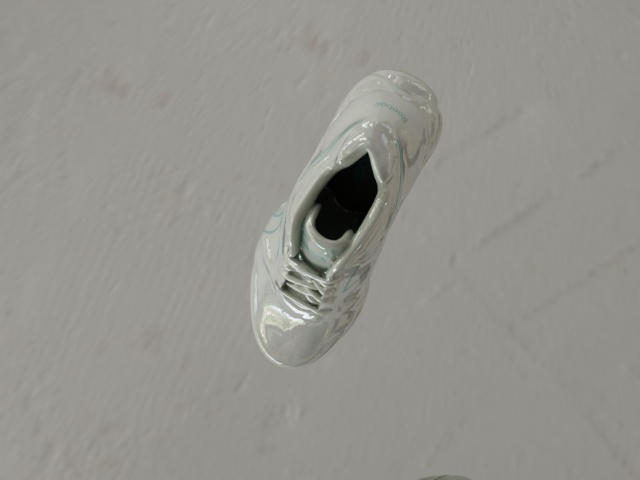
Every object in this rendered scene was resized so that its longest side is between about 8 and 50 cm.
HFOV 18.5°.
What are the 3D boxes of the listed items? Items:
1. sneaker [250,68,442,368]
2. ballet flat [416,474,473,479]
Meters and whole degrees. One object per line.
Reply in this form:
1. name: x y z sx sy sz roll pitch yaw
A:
1. sneaker: 0.000 0.000 0.819 0.054 0.061 0.152 27 -54 5
2. ballet flat: 0.141 0.183 1.095 0.213 0.068 0.072 15 -87 -18
